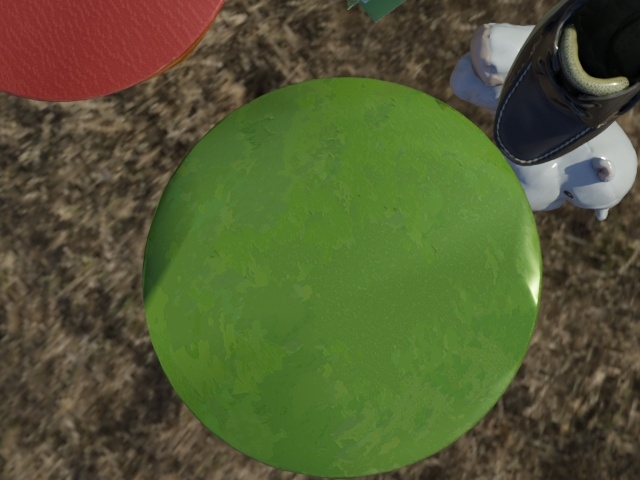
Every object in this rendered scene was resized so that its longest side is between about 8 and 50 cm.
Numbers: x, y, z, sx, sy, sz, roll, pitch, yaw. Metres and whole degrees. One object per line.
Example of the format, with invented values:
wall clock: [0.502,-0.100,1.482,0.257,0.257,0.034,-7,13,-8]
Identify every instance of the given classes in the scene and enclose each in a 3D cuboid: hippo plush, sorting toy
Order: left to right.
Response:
sorting toy: [0.000,0.000,0.460,0.127,0.126,0.365,-38,77,2]
hippo plush: [0.316,-0.139,1.605,0.294,0.234,0.237,-6,74,9]

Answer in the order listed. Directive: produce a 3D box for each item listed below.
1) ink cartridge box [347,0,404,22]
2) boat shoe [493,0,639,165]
ink cartridge box: [0.089,-0.332,1.525,0.109,0.209,0.062,-33,118,22]
boat shoe: [0.166,-0.115,0.767,0.080,0.073,0.223,46,136,3]
